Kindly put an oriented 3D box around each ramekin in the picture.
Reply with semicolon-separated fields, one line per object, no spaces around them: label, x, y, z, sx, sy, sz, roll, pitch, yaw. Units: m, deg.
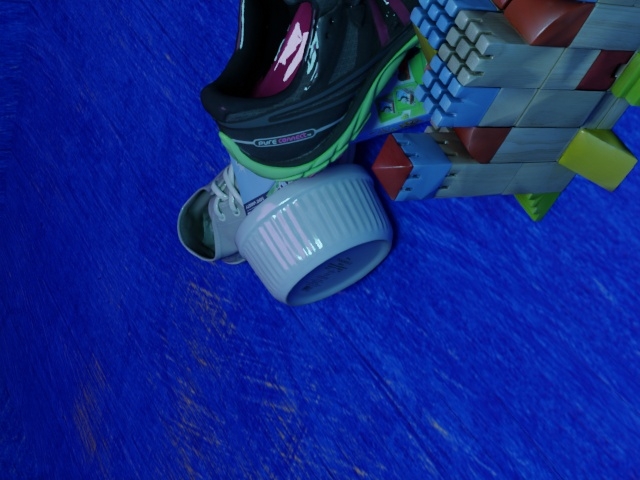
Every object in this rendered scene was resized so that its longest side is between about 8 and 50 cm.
ramekin;0.000;0.000;1.296;0.109;0.207;0.207;60;140;18

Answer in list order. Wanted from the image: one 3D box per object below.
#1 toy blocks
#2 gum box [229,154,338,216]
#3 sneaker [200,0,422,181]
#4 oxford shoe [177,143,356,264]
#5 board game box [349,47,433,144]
toy blocks;0.194;-0.175;0.924;0.191;0.260;0.381;60;139;33
gum box;-0.060;-0.139;1.361;0.157;0.041;0.184;-26;74;35
sneaker;0.031;-0.297;1.113;0.185;0.202;0.483;26;86;39
oxford shoe;-0.093;-0.078;1.487;0.449;0.130;0.169;-37;60;49
board game box;0.061;-0.213;1.238;0.211;0.039;0.160;-14;79;31
